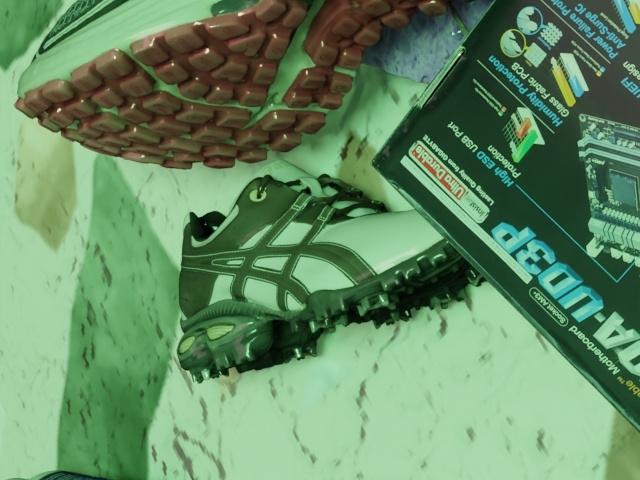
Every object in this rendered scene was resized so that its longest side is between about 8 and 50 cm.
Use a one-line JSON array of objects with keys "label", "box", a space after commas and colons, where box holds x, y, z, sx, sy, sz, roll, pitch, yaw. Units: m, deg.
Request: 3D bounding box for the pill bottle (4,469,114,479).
[{"label": "pill bottle", "box": [-0.125, 0.156, 0.851, 0.120, 0.067, 0.067, 3, 92, 41]}]

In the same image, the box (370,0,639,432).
[{"label": "box", "box": [0.149, -0.021, 0.588, 0.220, 0.051, 0.175, 45, 117, 17]}]

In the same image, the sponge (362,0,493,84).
[{"label": "sponge", "box": [0.096, -0.109, 0.682, 0.210, 0.031, 0.117, 25, 107, 38]}]

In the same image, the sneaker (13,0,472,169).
[{"label": "sneaker", "box": [-0.018, -0.123, 0.695, 0.299, 0.121, 0.112, -30, 55, 35]}]

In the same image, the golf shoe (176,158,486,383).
[{"label": "golf shoe", "box": [0.000, 0.000, 0.736, 0.198, 0.077, 0.094, -21, 76, 38]}]
